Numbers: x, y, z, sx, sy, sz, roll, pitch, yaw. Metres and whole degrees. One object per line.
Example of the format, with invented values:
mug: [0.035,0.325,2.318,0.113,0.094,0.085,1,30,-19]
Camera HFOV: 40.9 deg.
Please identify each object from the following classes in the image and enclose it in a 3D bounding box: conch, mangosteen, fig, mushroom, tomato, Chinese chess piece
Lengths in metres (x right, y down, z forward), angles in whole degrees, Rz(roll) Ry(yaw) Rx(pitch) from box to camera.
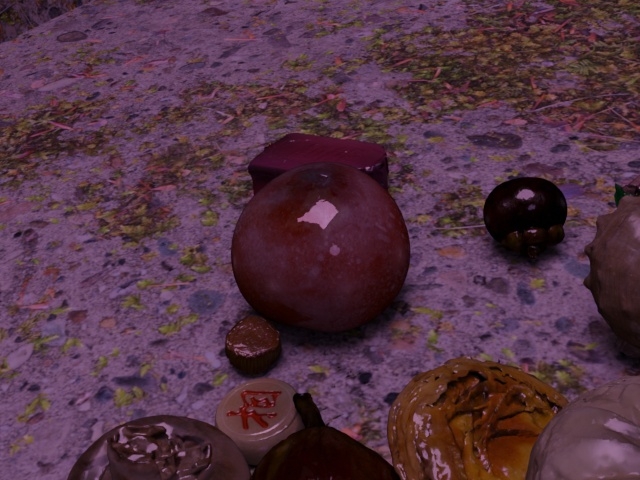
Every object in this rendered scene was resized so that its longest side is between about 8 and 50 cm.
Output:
conch: [0.482,0.076,1.098,0.263,0.186,0.324,1,46,-14]
mangosteen: [0.324,-0.031,1.347,0.140,0.140,0.140,-7,35,5]
fig: [-0.024,0.268,0.943,0.191,0.190,0.290,-23,40,-17]
mushroom: [-0.187,0.291,0.966,0.227,0.178,0.226,0,40,0]
tomato: [0.000,0.000,1.284,0.270,0.227,0.270,-5,35,3]
Chinese chess piece: [-0.078,0.235,1.124,0.122,0.051,0.122,-7,35,5]

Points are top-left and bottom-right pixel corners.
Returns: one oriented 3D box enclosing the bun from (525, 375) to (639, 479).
bun: [0.359,0.264,0.762,0.360,0.211,0.359,9,40,-7]

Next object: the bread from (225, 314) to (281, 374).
bread: [-0.097,0.155,1.242,0.085,0.053,0.085,0,44,0]

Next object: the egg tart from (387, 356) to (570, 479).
egg tart: [0.203,0.257,0.949,0.297,0.132,0.297,15,40,-13]

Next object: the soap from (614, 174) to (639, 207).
soap: [0.624,-0.088,1.355,0.273,0.098,0.218,-34,41,-29]

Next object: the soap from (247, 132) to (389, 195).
soap: [0.015,-0.118,1.566,0.250,0.099,0.162,11,33,27]
